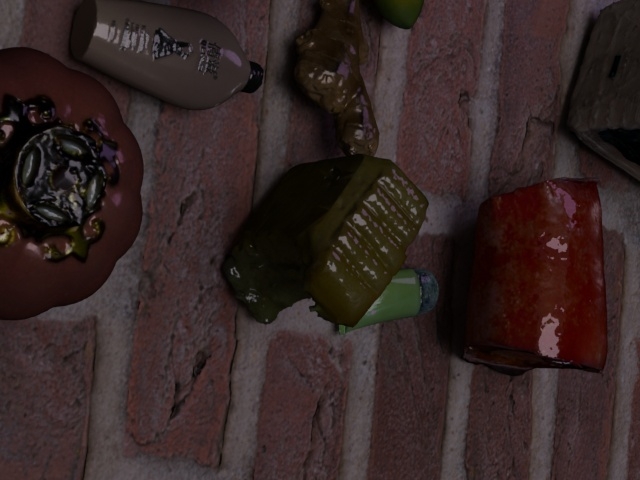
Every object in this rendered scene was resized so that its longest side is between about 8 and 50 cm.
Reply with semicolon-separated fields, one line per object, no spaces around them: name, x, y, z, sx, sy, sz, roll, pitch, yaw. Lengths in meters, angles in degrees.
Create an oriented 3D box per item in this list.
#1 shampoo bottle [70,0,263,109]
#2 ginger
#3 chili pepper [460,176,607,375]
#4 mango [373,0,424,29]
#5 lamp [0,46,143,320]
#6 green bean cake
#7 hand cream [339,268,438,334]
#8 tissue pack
shampoo bottle;-0.186;-0.236;1.488;0.257;0.078;0.127;11;84;-37
ginger;0.025;-0.276;1.643;0.148;0.081;0.334;10;76;-32
chili pepper;0.326;0.056;1.813;0.251;0.229;0.305;7;77;-34
mango;0.105;-0.430;1.680;0.137;0.091;0.237;0;89;-55
lamp;-0.329;-0.063;1.285;0.305;0.239;0.305;-1;91;-35
green bean cake;0.000;0.000;1.537;0.124;0.236;0.233;46;63;-25
hand cream;0.097;0.082;1.729;0.175;0.046;0.095;-6;96;-30
tissue pack;0.655;-0.212;2.006;0.416;0.253;0.264;28;75;-35
